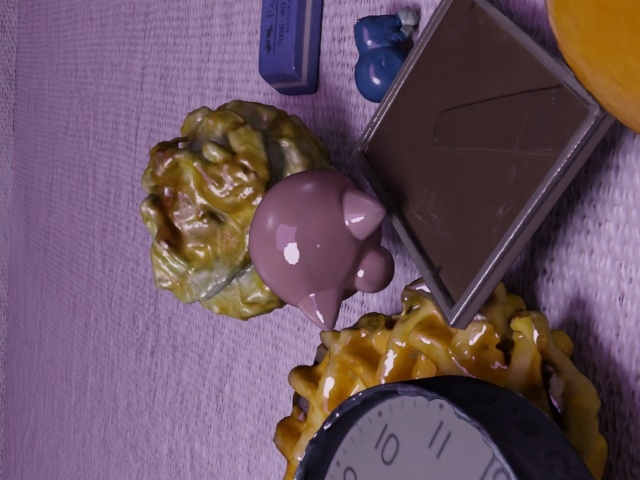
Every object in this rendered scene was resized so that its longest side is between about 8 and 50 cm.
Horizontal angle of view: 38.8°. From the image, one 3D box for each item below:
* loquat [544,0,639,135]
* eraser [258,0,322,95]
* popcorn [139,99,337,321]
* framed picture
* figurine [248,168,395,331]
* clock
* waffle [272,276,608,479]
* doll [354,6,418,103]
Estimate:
[{"bbox_3d":[0.214,-0.152,0.438,0.238,0.193,0.238,163,90,-76],"label":"loquat"},{"bbox_3d":[-0.030,-0.274,0.996,0.082,0.036,0.225,14,101,57],"label":"eraser"},{"bbox_3d":[-0.078,-0.030,0.927,0.204,0.184,0.221,13,104,17],"label":"popcorn"},{"bbox_3d":[0.105,-0.081,0.701,0.189,0.023,0.260,-59,31,23],"label":"framed picture"},{"bbox_3d":[0.000,0.000,0.787,0.138,0.125,0.125,37,121,51],"label":"figurine"},{"bbox_3d":[0.076,0.248,0.620,0.313,0.061,0.312,-10,78,55],"label":"clock"},{"bbox_3d":[0.088,0.225,0.729,0.382,0.095,0.379,-27,62,53],"label":"waffle"},{"bbox_3d":[0.055,-0.168,0.843,0.076,0.050,0.083,-14,80,63],"label":"doll"}]
